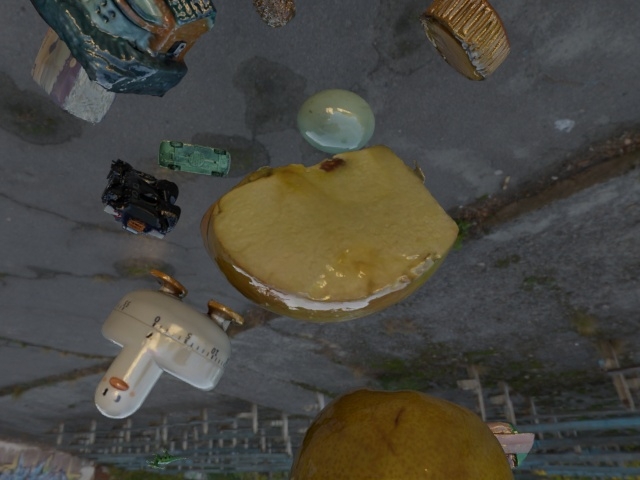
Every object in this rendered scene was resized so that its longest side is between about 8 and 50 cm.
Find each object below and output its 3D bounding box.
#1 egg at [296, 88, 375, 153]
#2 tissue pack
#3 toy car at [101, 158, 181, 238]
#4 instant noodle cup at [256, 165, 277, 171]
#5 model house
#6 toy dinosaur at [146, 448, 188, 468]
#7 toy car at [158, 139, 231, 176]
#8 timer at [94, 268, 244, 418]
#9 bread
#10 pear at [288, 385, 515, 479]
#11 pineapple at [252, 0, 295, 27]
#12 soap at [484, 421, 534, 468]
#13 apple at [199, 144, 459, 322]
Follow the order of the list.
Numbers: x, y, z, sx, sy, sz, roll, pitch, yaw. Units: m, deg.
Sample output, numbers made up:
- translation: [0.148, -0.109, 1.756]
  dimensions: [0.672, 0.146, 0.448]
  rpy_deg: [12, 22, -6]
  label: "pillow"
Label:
- translation: [0.038, -0.282, 1.002]
  dimensions: [0.192, 0.149, 0.149]
  rpy_deg: [5, 153, -20]
  label: "egg"
- translation: [-0.677, -0.499, 1.181]
  dimensions: [0.125, 0.343, 0.242]
  rpy_deg: [19, 104, -54]
  label: "tissue pack"
- translation: [-0.482, -0.107, 1.115]
  dimensions: [0.193, 0.301, 0.118]
  rpy_deg: [32, 104, -32]
  label: "toy car"
- translation: [-0.163, -0.216, 1.707]
  dimensions: [0.144, 0.182, 0.182]
  rpy_deg: [1, 158, 34]
  label: "instant noodle cup"
- translation: [-0.277, -0.413, 0.658]
  dimensions: [0.291, 0.253, 0.184]
  rpy_deg: [-29, -176, 25]
  label: "model house"
- translation: [-0.322, 0.462, 0.886]
  dimensions: [0.083, 0.021, 0.062]
  rpy_deg: [10, 176, -11]
  label: "toy dinosaur"
- translation: [-0.406, -0.267, 1.367]
  dimensions: [0.224, 0.090, 0.076]
  rpy_deg: [7, -164, -15]
  label: "toy car"
- translation: [-0.285, 0.201, 0.759]
  dimensions: [0.233, 0.240, 0.233]
  rpy_deg: [23, 156, 11]
  label: "timer"
- translation: [0.308, -0.438, 0.887]
  dimensions: [0.104, 0.199, 0.199]
  rpy_deg: [-46, 136, 15]
  label: "bread"
- translation: [0.072, 0.243, 0.385]
  dimensions: [0.209, 0.209, 0.209]
  rpy_deg: [-1, 153, 0]
  label: "pear"
- translation: [-0.141, -0.653, 1.079]
  dimensions: [0.108, 0.108, 0.198]
  rpy_deg: [-11, 143, 20]
  label: "pineapple"
- translation: [0.318, 0.462, 0.950]
  dimensions: [0.218, 0.098, 0.273]
  rpy_deg: [1, 156, 1]
  label: "soap"
- translation: [0.000, 0.000, 0.622]
  dimensions: [0.309, 0.252, 0.314]
  rpy_deg: [-23, -167, -17]
  label: "apple"
